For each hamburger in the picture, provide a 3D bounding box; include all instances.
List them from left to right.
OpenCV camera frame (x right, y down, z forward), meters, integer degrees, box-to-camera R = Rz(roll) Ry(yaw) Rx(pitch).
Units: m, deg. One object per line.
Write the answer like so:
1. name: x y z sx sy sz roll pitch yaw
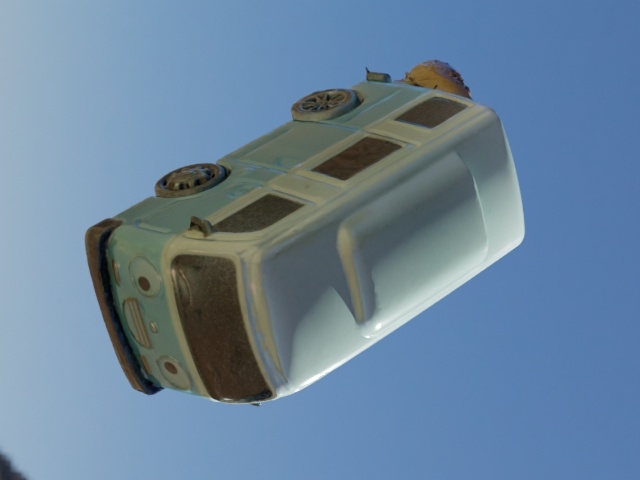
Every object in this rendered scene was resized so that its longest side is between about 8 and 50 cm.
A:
1. hamburger: 0.134 -0.114 1.912 0.185 0.113 0.177 66 5 -66

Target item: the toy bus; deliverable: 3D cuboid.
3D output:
1. toy bus: 0.000 0.000 1.158 0.164 0.271 0.133 13 -54 47
